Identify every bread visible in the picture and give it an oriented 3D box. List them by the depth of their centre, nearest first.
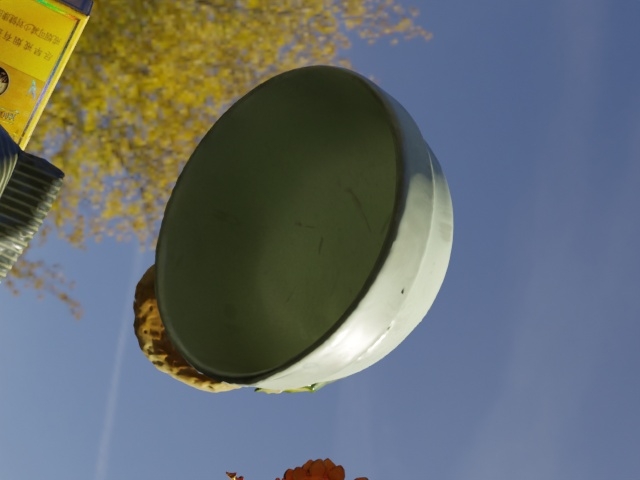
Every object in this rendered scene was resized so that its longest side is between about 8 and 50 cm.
[{"bbox_3d":[-0.163,0.109,1.715,0.244,0.134,0.245,8,-64,16],"label":"bread"}]

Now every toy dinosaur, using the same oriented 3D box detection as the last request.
[{"bbox_3d":[0.010,0.371,1.618,0.288,0.070,0.117,32,-80,0],"label":"toy dinosaur"}]

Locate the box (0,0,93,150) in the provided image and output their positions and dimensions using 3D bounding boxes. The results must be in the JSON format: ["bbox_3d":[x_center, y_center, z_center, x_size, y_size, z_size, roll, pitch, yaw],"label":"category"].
[{"bbox_3d":[-0.543,-0.317,1.945,0.301,0.192,0.084,-57,-162,24],"label":"box"}]

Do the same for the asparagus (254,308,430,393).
[{"bbox_3d":[0.051,0.154,1.767,0.085,0.343,0.082,49,-19,16],"label":"asparagus"}]

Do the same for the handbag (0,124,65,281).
[{"bbox_3d":[-0.373,-0.060,0.852,0.340,0.240,0.247,40,-10,27],"label":"handbag"}]

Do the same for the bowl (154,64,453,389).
[{"bbox_3d":[0.000,0.000,1.064,0.307,0.163,0.307,-19,-119,38],"label":"bowl"}]
